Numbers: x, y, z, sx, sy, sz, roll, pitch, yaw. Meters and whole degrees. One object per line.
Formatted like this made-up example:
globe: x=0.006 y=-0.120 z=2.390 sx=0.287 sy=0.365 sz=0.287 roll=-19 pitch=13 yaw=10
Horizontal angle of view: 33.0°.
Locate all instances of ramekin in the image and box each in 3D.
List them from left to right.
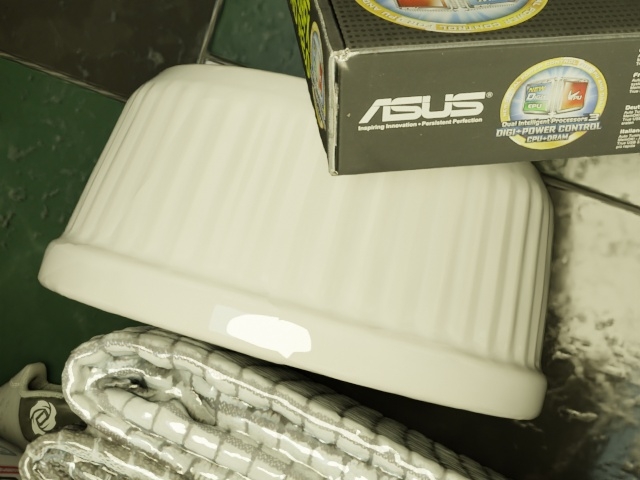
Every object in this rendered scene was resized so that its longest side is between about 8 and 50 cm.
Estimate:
ramekin: x=0.000 y=0.000 z=0.581 sx=0.273 sy=0.273 sz=0.127 roll=15 pitch=86 yaw=14

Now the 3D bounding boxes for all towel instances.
towel: x=0.002 y=0.149 z=0.584 sx=0.284 sy=0.235 sz=0.121 roll=25 pitch=86 yaw=6

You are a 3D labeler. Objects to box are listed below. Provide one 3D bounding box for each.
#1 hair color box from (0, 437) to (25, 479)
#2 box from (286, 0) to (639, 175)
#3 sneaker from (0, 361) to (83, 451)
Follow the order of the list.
hair color box: x=-0.311 y=0.113 z=0.591 sx=0.375 sy=0.185 sz=0.113 roll=24 pitch=83 yaw=16
box: x=0.120 y=-0.125 z=0.499 sx=0.270 sy=0.216 sz=0.060 roll=-4 pitch=130 yaw=-6
sneaker: x=-0.149 y=0.178 z=0.723 sx=0.132 sy=0.086 sz=0.228 roll=-44 pitch=81 yaw=12
